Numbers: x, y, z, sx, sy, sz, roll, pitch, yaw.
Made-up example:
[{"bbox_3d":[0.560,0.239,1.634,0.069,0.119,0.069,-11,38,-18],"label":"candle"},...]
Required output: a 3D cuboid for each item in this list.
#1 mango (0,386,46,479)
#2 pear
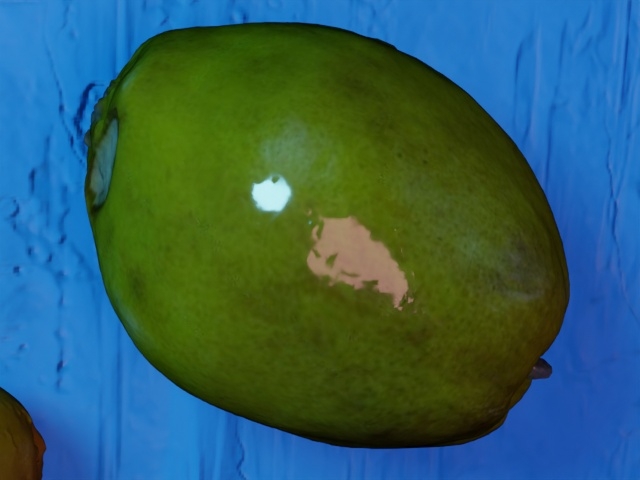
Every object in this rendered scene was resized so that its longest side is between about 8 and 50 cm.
[{"bbox_3d":[-0.286,0.144,0.974,0.249,0.151,0.156,7,134,-27],"label":"mango"},{"bbox_3d":[0.000,0.000,0.996,0.321,0.269,0.269,33,89,0],"label":"pear"}]
